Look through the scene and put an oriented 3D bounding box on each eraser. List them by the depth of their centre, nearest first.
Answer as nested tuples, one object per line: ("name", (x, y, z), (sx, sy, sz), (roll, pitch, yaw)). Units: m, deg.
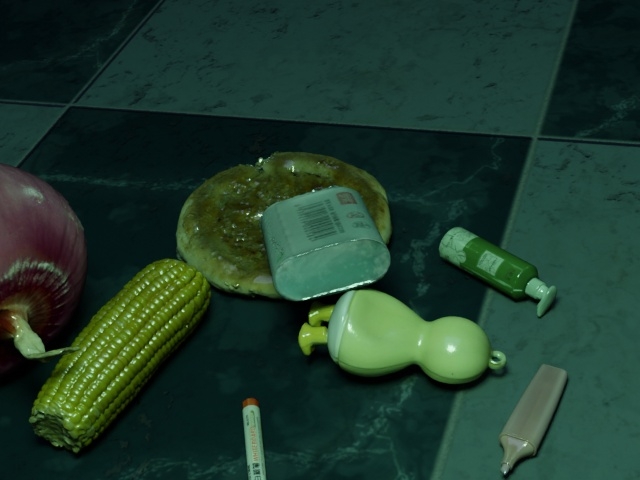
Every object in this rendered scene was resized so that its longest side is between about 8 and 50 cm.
("eraser", (0.000, 0.000, 1.575), (0.174, 0.081, 0.227), (-17, 25, -1))

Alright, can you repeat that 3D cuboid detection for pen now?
("pen", (0.282, 0.243, 1.405), (0.053, 0.032, 0.197), (16, 43, 27))
("pen", (-0.087, 0.307, 1.411), (0.028, 0.028, 0.239), (-11, 39, 0))

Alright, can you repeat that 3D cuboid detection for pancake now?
("pancake", (-0.068, -0.037, 1.787), (0.382, 0.071, 0.382), (-6, 41, 5))

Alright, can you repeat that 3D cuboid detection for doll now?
("doll", (0.119, 0.148, 1.503), (0.296, 0.117, 0.141), (17, 38, 10))

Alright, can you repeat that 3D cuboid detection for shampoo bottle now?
("shampoo bottle", (0.278, 0.047, 1.621), (0.065, 0.065, 0.204), (-35, 45, -27))

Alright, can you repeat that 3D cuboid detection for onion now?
("onion", (-0.514, 0.076, 1.535), (0.358, 0.358, 0.345), (-12, 57, -2))

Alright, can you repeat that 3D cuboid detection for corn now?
("corn", (-0.294, 0.163, 1.554), (0.131, 0.131, 0.344), (13, 46, 26))
